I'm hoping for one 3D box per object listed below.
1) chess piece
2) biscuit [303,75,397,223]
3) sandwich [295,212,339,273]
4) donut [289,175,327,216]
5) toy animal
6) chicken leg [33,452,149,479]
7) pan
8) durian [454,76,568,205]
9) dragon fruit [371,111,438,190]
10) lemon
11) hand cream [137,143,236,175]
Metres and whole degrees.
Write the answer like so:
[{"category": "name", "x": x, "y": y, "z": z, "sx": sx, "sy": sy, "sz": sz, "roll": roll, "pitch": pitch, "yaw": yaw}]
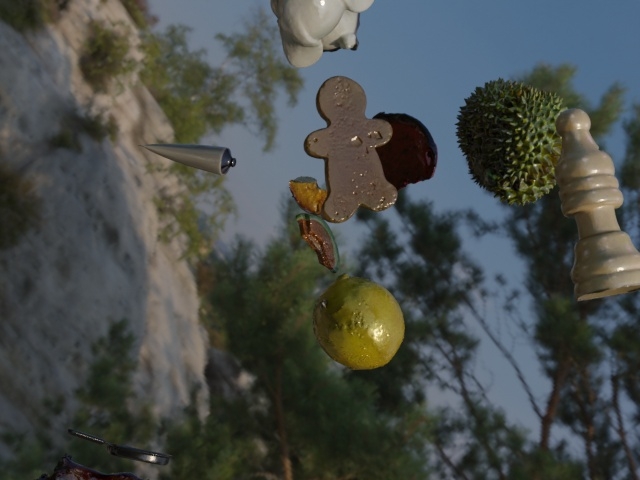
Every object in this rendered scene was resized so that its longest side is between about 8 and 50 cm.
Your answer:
[{"category": "chess piece", "x": 0.429, "y": -0.064, "z": 1.412, "sx": 0.124, "sy": 0.138, "sz": 0.307, "roll": 140, "pitch": -59, "yaw": -67}, {"category": "biscuit", "x": 0.060, "y": -0.195, "z": 1.864, "sx": 0.049, "sy": 0.196, "sz": 0.302, "roll": 173, "pitch": -95, "yaw": -71}, {"category": "sandwich", "x": 0.000, "y": -0.002, "z": 1.727, "sx": 0.135, "sy": 0.029, "sz": 0.067, "roll": 58, "pitch": 34, "yaw": -15}, {"category": "donut", "x": 0.023, "y": -0.138, "z": 2.235, "sx": 0.146, "sy": 0.181, "sz": 0.078, "roll": 51, "pitch": 15, "yaw": -1}, {"category": "toy animal", "x": -0.009, "y": -0.508, "z": 2.009, "sx": 0.174, "sy": 0.249, "sz": 0.289, "roll": 44, "pitch": 35, "yaw": 17}, {"category": "chicken leg", "x": -0.469, "y": 0.502, "z": 1.809, "sx": 0.233, "sy": 0.105, "sz": 0.063, "roll": 22, "pitch": -26, "yaw": -19}, {"category": "pan", "x": -0.403, "y": 0.414, "z": 1.764, "sx": 0.235, "sy": 0.028, "sz": 0.136, "roll": 27, "pitch": -21, "yaw": -37}, {"category": "durian", "x": 0.438, "y": -0.222, "z": 1.959, "sx": 0.291, "sy": 0.224, "sz": 0.291, "roll": 42, "pitch": -41, "yaw": 53}, {"category": "dragon fruit", "x": 0.196, "y": -0.230, "z": 2.464, "sx": 0.100, "sy": 0.343, "sz": 0.282, "roll": 24, "pitch": 59, "yaw": -45}, {"category": "lemon", "x": 0.075, "y": 0.162, "z": 1.695, "sx": 0.206, "sy": 0.173, "sz": 0.173, "roll": 57, "pitch": -6, "yaw": -32}, {"category": "hand cream", "x": -0.250, "y": -0.164, "z": 1.708, "sx": 0.186, "sy": 0.054, "sz": 0.087, "roll": 11, "pitch": 2, "yaw": 15}]
